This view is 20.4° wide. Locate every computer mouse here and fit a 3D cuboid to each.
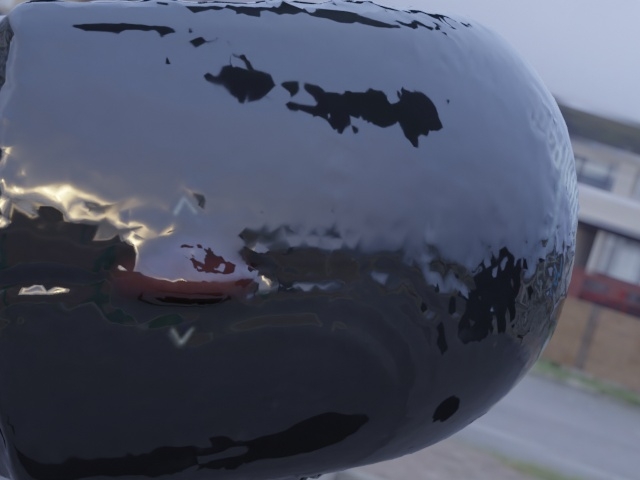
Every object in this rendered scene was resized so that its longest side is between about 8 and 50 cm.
[{"bbox_3d":[0.000,0.000,0.633,0.269,0.170,0.100,-5,6,-34],"label":"computer mouse"}]
